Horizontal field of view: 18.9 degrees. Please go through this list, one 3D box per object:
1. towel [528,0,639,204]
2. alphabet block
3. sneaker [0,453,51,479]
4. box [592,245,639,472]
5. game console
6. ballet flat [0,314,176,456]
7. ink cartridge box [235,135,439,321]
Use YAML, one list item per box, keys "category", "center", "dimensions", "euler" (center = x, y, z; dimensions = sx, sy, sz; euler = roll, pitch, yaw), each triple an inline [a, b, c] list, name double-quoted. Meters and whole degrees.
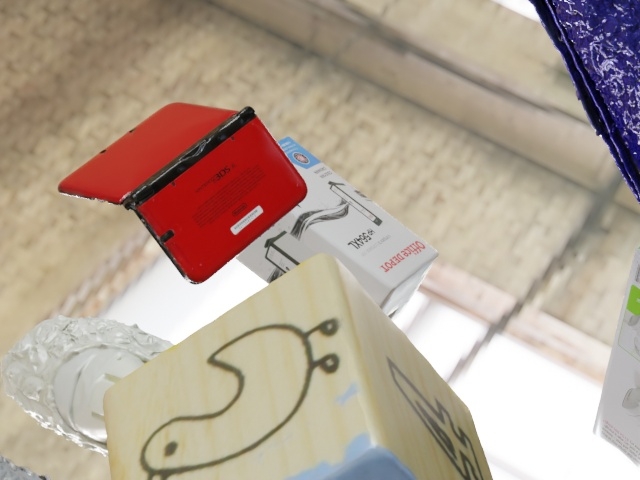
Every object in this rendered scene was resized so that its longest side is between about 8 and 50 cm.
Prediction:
- category: "towel"
  center: [0.207, -0.080, 0.961]
  dimensions: [0.227, 0.076, 0.308]
  euler: [-49, -60, -41]
- category: "alphabet block"
  center: [-0.005, 0.165, 1.209]
  dimensions: [0.192, 0.197, 0.193]
  euler: [-32, -55, 11]
- category: "sneaker"
  center: [-0.283, 0.202, 1.734]
  dimensions: [0.229, 0.132, 0.086]
  euler: [7, -26, -33]
- category: "box"
  center: [0.411, 0.152, 1.881]
  dimensions: [0.127, 0.262, 0.231]
  euler: [-14, -55, -34]
- category: "game console"
  center: [-0.104, -0.039, 1.480]
  dimensions: [0.144, 0.124, 0.085]
  euler: [-41, 8, -38]
- category: "ballet flat"
  center: [-0.153, 0.184, 2.020]
  dimensions: [0.147, 0.409, 0.147]
  euler: [21, -90, -83]
- category: "ink cartridge box"
  center: [0.000, 0.000, 1.914]
  dimensions: [0.086, 0.203, 0.148]
  euler: [-57, -10, 24]
